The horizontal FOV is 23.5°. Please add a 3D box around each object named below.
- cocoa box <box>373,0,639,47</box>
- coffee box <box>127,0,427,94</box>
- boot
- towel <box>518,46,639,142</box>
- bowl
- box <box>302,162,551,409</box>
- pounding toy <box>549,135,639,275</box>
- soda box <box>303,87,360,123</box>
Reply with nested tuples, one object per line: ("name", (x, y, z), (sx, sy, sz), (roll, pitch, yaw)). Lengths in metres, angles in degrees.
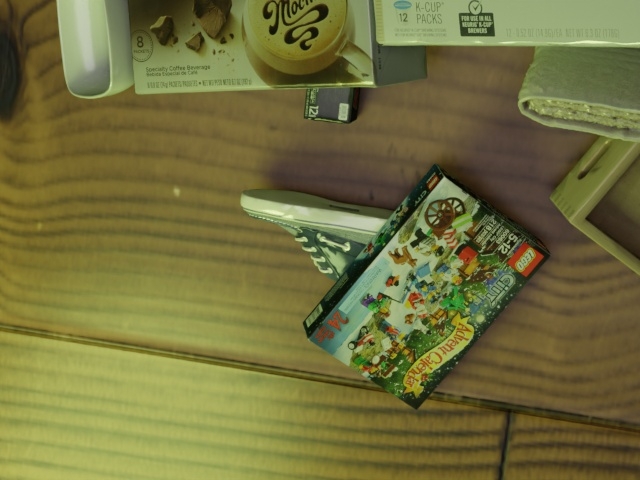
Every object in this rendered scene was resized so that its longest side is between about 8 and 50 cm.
("cocoa box", (0.244, -0.307, 1.427), (0.347, 0.231, 0.228), (6, 108, 36))
("coffee box", (-0.049, -0.240, 1.587), (0.297, 0.119, 0.168), (2, 101, 31))
("boot", (0.000, 0.000, 1.697), (0.190, 0.069, 0.086), (11, 106, 4))
("towel", (0.353, -0.171, 1.569), (0.282, 0.187, 0.049), (11, 137, 9))
("bowl", (-0.237, -0.227, 1.676), (0.053, 0.142, 0.142), (-9, 99, -31))
("box", (0.115, 0.053, 1.673), (0.159, 0.044, 0.233), (34, 104, -21))
("pounding toy", (0.383, -0.047, 1.625), (0.206, 0.094, 0.181), (35, 102, -18))
("soda box", (0.019, -0.213, 1.664), (0.053, 0.060, 0.169), (8, 101, 8))
